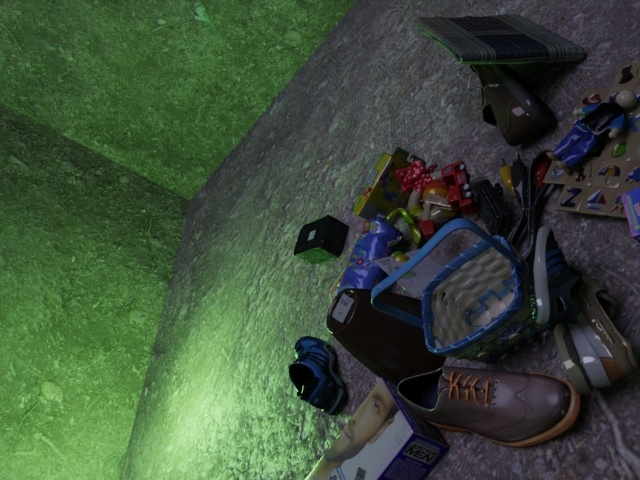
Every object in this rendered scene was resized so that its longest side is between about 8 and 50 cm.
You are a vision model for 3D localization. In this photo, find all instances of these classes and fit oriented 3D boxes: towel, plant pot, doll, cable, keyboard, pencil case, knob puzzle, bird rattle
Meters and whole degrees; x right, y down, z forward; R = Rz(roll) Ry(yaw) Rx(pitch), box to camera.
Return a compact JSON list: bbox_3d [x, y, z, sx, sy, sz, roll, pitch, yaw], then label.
[{"bbox_3d":[0.425,-0.491,1.460,0.324,0.312,0.056,-109,16,-54],"label":"towel"},{"bbox_3d":[0.135,0.200,1.340,0.215,0.230,0.215,-43,30,33],"label":"plant pot"},{"bbox_3d":[0.534,-0.222,1.164,0.189,0.046,0.129,-46,33,21],"label":"doll"},{"bbox_3d":[0.455,-0.079,1.269,0.139,0.072,0.287,-14,62,35],"label":"cable"},{"bbox_3d":[0.383,-0.080,1.328,0.180,0.023,0.108,-91,11,-60],"label":"keyboard"},{"bbox_3d":[0.131,0.088,1.591,0.133,0.119,0.306,3,66,51],"label":"pencil case"},{"bbox_3d":[0.078,0.135,1.745,0.213,0.030,0.213,-43,31,34],"label":"knob puzzle"},{"bbox_3d":[0.289,-0.110,1.552,0.207,0.143,0.253,-12,40,44],"label":"bird rattle"}]

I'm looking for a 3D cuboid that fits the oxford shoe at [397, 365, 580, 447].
[{"bbox_3d":[0.288,0.292,1.077,0.364,0.133,0.130,-24,44,52],"label":"oxford shoe"}]

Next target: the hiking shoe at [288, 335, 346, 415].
[{"bbox_3d":[-0.028,0.340,1.614,0.113,0.132,0.304,-57,26,9],"label":"hiking shoe"}]

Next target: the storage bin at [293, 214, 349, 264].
[{"bbox_3d":[0.000,0.000,1.962,0.180,0.084,0.122,-20,47,55],"label":"storage bin"}]

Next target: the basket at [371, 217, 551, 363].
[{"bbox_3d":[0.276,0.097,1.113,0.255,0.289,0.201,-46,24,36],"label":"basket"}]

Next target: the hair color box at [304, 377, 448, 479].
[{"bbox_3d":[0.101,0.487,1.261,0.339,0.110,0.185,-55,25,10],"label":"hair color box"}]

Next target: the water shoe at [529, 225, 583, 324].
[{"bbox_3d":[0.392,0.061,0.986,0.073,0.080,0.203,83,-160,-46],"label":"water shoe"}]

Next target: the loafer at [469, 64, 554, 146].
[{"bbox_3d":[0.435,-0.357,1.460,0.130,0.134,0.366,-47,29,27],"label":"loafer"}]

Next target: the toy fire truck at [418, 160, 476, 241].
[{"bbox_3d":[0.299,-0.094,1.419,0.135,0.047,0.192,-17,52,20],"label":"toy fire truck"}]

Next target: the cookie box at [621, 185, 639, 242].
[{"bbox_3d":[0.542,-0.025,0.957,0.040,0.107,0.091,-35,36,43],"label":"cookie box"}]

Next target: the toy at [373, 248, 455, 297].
[{"bbox_3d":[0.235,0.092,1.433,0.237,0.137,0.056,-130,30,-62],"label":"toy"}]

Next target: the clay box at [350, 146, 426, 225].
[{"bbox_3d":[0.195,-0.153,1.680,0.222,0.127,0.053,-61,35,11],"label":"clay box"}]

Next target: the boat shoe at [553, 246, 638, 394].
[{"bbox_3d":[0.447,0.118,1.010,0.103,0.113,0.302,-23,39,23],"label":"boat shoe"}]

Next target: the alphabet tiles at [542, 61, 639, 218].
[{"bbox_3d":[0.586,-0.199,1.126,0.285,0.011,0.342,15,76,59],"label":"alphabet tiles"}]
